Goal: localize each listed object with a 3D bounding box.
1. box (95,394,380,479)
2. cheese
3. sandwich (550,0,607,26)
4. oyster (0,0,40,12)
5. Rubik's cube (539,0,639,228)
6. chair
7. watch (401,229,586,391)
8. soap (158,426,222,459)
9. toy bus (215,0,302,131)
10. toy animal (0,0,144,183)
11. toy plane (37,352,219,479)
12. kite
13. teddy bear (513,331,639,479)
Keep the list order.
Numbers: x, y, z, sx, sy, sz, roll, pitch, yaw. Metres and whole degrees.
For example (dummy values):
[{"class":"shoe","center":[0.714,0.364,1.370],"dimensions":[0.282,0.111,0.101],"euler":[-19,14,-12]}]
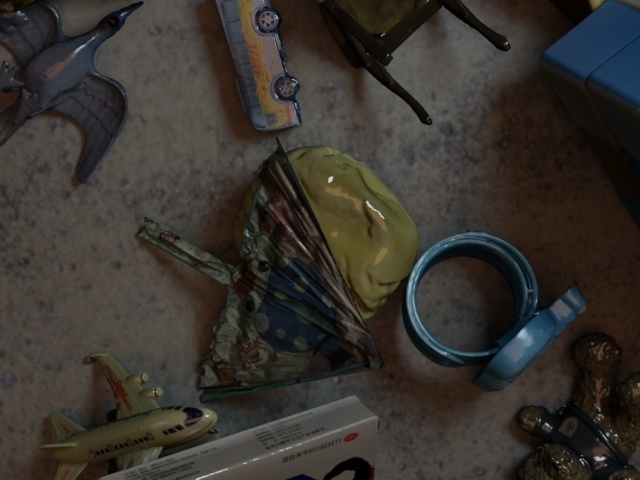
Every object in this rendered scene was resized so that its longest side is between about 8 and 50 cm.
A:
[{"class":"box","center":[-0.094,0.338,1.301],"dimensions":[0.353,0.069,0.214],"euler":[-15,122,-28]},{"class":"cheese","center":[0.000,0.000,1.308],"dimensions":[0.226,0.117,0.214],"euler":[41,114,3]},{"class":"sandwich","center":[0.322,-0.338,1.257],"dimensions":[0.220,0.186,0.108],"euler":[42,96,-11]},{"class":"oyster","center":[-0.344,-0.348,1.228],"dimensions":[0.337,0.197,0.133],"euler":[-9,134,-16]},{"class":"Rubik's cube","center":[0.522,-0.145,1.183],"dimensions":[0.347,0.344,0.346],"euler":[-38,123,1]},{"class":"chair","center":[0.059,-0.310,1.271],"dimensions":[0.160,0.319,0.186],"euler":[-44,145,5]},{"class":"watch","center":[0.207,0.082,1.338],"dimensions":[0.193,0.211,0.211],"euler":[44,94,10]},{"class":"soap","center":[-0.169,0.353,1.395],"dimensions":[0.122,0.064,0.183],"euler":[-15,101,-3]},{"class":"toy bus","center":[-0.075,-0.228,1.304],"dimensions":[0.075,0.064,0.190],"euler":[-14,101,4]},{"class":"toy animal","center":[-0.321,-0.197,1.284],"dimensions":[0.255,0.176,0.239],"euler":[-30,99,36]},{"class":"toy plane","center":[-0.237,0.246,1.308],"dimensions":[0.256,0.104,0.241],"euler":[-13,63,15]},{"class":"kite","center":[-0.075,0.061,1.297],"dimensions":[0.368,0.014,0.406],"euler":[29,121,17]},{"class":"teddy bear","center":[0.364,0.264,1.398],"dimensions":[0.129,0.182,0.251],"euler":[30,96,-45]}]
